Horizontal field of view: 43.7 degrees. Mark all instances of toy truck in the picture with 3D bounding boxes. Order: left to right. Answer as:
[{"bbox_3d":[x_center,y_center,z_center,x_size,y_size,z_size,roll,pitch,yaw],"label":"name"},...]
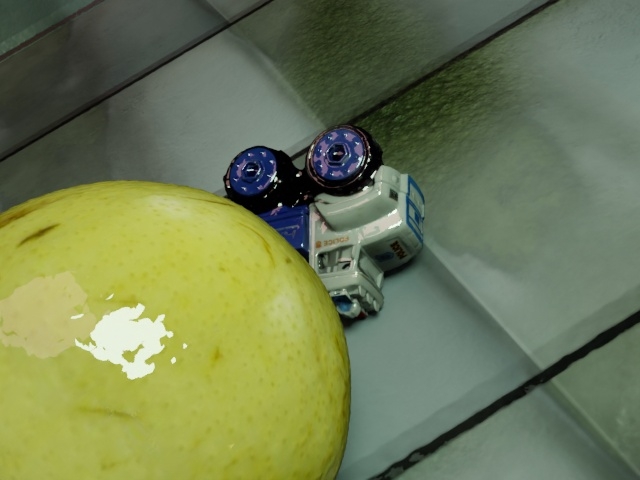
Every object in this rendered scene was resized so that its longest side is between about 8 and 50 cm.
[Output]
[{"bbox_3d":[0.000,0.000,0.818,0.213,0.161,0.177,-10,61,22],"label":"toy truck"}]

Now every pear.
[{"bbox_3d":[-0.148,0.118,0.618,0.348,0.348,0.348,-17,40,15],"label":"pear"}]
